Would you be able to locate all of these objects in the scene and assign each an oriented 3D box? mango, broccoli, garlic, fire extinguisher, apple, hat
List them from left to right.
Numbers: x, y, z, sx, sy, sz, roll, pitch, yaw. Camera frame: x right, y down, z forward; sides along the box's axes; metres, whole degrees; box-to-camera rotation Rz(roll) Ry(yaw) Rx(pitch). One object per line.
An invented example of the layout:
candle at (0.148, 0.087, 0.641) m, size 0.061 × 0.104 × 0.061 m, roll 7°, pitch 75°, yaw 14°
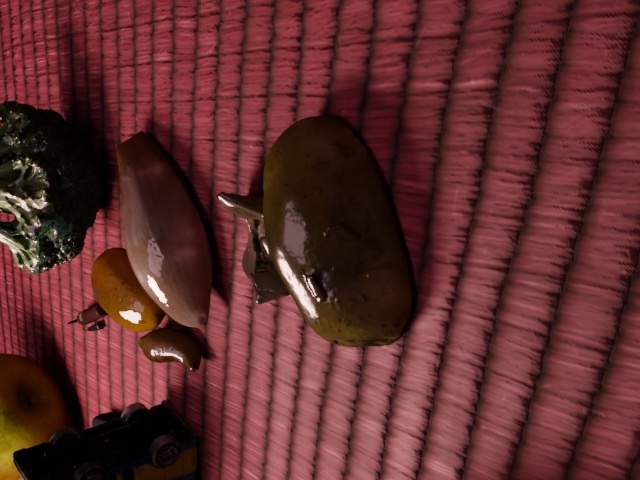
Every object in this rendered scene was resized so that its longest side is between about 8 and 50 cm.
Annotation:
apple at (-0.718, 0.412, 2.376) m, size 0.339 × 0.339 × 0.340 m, roll 34°, pitch 132°, yaw 48°
broccoli at (-0.498, -0.089, 1.844) m, size 0.265 × 0.245 × 0.295 m, roll 138°, pitch 138°, yaw -77°
fire extinguisher at (-0.442, 0.152, 2.072) m, size 0.049 × 0.035 × 0.173 m, roll 38°, pitch 155°, yaw -16°
mango at (-0.317, 0.087, 1.772) m, size 0.178 × 0.090 × 0.115 m, roll 43°, pitch 132°, yaw 30°
garlic at (-0.238, -0.024, 1.584) m, size 0.143 × 0.112 × 0.318 m, roll 121°, pitch 137°, yaw -56°
hat at (-0.072, -0.018, 1.339) m, size 0.175 × 0.085 × 0.147 m, roll -125°, pitch 15°, yaw -71°

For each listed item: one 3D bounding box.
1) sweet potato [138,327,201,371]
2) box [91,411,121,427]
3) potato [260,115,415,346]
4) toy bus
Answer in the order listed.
sweet potato at (-0.262, 0.170, 1.740) m, size 0.249 × 0.069 × 0.059 m, roll 1°, pitch 70°, yaw 59°
box at (-0.372, 0.421, 2.066) m, size 0.230 × 0.050 × 0.160 m, roll -3°, pitch 102°, yaw 59°
potato at (0.000, 0.000, 1.172) m, size 0.160 × 0.111 × 0.272 m, roll -16°, pitch 91°, yaw 62°
toy bus at (-0.356, 0.399, 1.792) m, size 0.138 × 0.287 × 0.175 m, roll 36°, pitch 132°, yaw 46°
